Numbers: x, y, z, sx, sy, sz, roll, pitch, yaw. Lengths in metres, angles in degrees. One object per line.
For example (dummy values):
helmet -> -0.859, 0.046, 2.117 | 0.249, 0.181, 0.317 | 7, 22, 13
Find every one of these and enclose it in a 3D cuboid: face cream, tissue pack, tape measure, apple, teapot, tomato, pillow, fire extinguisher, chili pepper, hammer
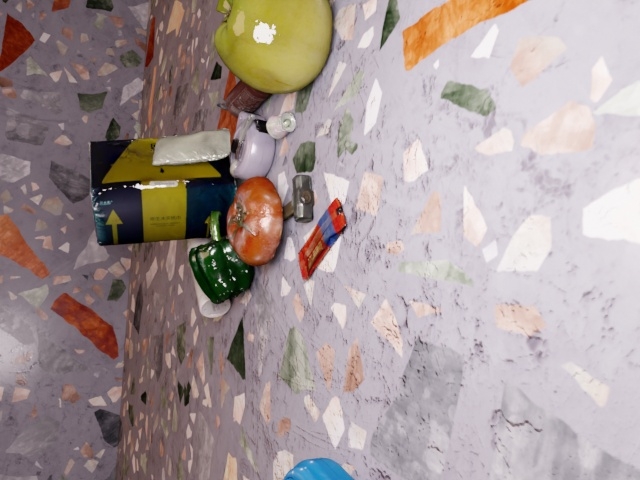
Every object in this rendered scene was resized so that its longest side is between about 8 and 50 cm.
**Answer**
face cream -> -0.372, 0.091, 1.780 | 0.102, 0.102, 0.345 | -61, 36, 34
tissue pack -> -0.482, -0.152, 1.664 | 0.253, 0.416, 0.264 | 103, 155, -44
tape measure -> -0.201, -0.265, 1.550 | 0.178, 0.105, 0.196 | 31, 109, 58
apple -> -0.114, -0.500, 1.299 | 0.292, 0.254, 0.292 | -13, 74, 54
teapot -> -0.097, -0.308, 1.429 | 0.064, 0.064, 0.083 | -8, 45, 52
tomato -> -0.179, -0.054, 1.404 | 0.237, 0.095, 0.237 | -23, 64, 60
pillow -> -0.367, -0.268, 1.560 | 0.051, 0.229, 0.128 | 80, -175, -47
fire extinguisher -> -0.220, -0.433, 1.621 | 0.269, 0.104, 0.105 | -17, 69, 59
chili pepper -> -0.292, 0.043, 1.558 | 0.261, 0.165, 0.174 | 68, 158, 3
hammer -> -0.119, -0.056, 1.425 | 0.365, 0.043, 0.111 | -30, 60, 56

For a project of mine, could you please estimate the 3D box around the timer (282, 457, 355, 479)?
timer -> 0.003, 0.598, 0.994 | 0.309, 0.115, 0.340 | 15, 98, 63

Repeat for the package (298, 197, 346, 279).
package -> 0.000, 0.000, 1.218 | 0.200, 0.022, 0.083 | -54, 41, 39
